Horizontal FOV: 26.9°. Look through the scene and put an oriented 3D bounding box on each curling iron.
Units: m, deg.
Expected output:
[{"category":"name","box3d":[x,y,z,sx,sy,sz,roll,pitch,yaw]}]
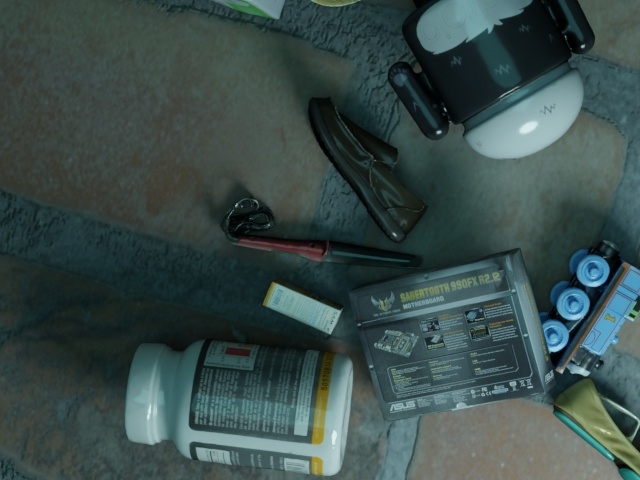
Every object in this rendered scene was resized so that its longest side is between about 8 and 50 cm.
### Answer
[{"category":"curling iron","box3d":[0.000,0.000,1.774,0.274,0.035,0.068,14,96,5]}]

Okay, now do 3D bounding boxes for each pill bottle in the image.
[{"category":"pill bottle","box3d":[-0.103,0.211,1.738,0.278,0.162,0.162,7,95,5]}]

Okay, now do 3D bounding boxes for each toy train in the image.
[{"category":"toy train","box3d":[0.347,0.092,1.727,0.105,0.080,0.184,30,97,-3]}]

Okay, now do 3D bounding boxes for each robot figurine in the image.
[{"category":"robot figurine","box3d":[0.210,-0.236,1.669,0.209,0.173,0.278,-30,91,37]}]

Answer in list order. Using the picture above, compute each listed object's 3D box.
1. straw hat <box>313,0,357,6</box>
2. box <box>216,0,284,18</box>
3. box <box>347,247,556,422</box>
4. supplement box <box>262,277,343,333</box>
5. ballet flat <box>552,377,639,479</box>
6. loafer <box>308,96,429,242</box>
[{"category":"straw hat","box3d":[0.027,-0.377,1.726,0.144,0.144,0.061,-28,50,7]},{"category":"box","box3d":[-0.092,-0.405,1.638,0.127,0.262,0.231,18,95,4]},{"category":"box","box3d":[0.167,0.124,1.723,0.231,0.056,0.183,-15,92,26]},{"category":"supplement box","box3d":[-0.022,0.086,1.770,0.098,0.062,0.036,23,95,3]},{"category":"ballet flat","box3d":[0.404,0.272,1.738,0.232,0.080,0.073,45,82,-1]},{"category":"loafer","box3d":[0.063,-0.103,1.746,0.078,0.080,0.220,-35,96,-2]}]
